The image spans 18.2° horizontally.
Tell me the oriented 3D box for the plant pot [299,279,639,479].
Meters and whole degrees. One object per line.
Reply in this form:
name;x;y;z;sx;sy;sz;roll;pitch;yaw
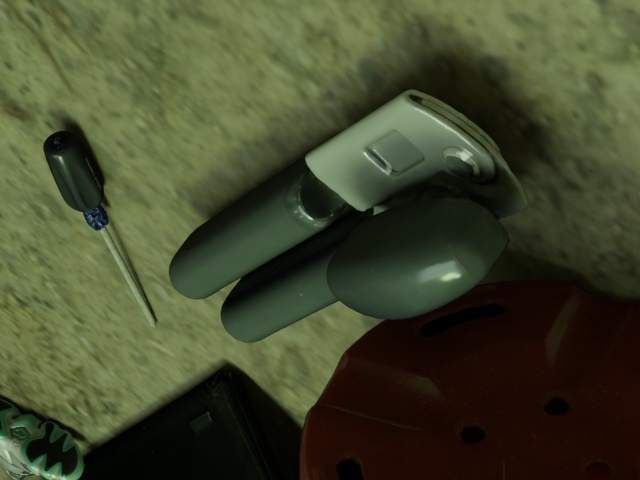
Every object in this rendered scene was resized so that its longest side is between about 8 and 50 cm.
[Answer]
plant pot;0.099;0.180;0.933;0.272;0.272;0.265;21;139;26

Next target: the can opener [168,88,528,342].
can opener;0.000;0.000;0.943;0.074;0.093;0.280;43;154;-12

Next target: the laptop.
laptop;0.033;0.283;1.367;0.382;0.236;0.408;-35;77;58

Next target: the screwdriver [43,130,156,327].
screwdriver;-0.118;0.001;1.127;0.025;0.024;0.170;49;167;45

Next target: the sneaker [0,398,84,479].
sneaker;-0.198;0.154;1.412;0.098;0.038;0.069;30;152;30
